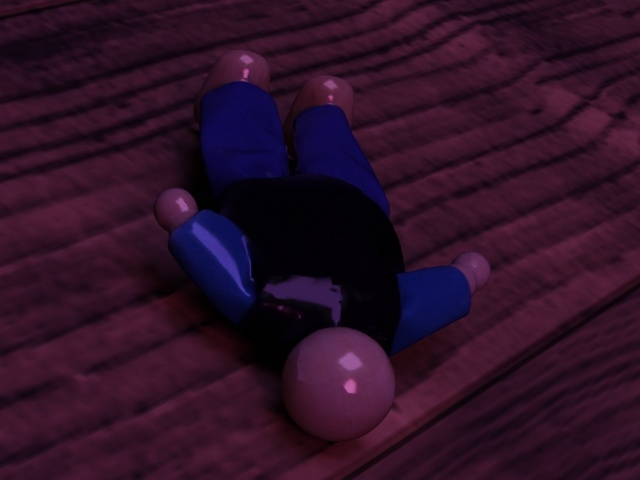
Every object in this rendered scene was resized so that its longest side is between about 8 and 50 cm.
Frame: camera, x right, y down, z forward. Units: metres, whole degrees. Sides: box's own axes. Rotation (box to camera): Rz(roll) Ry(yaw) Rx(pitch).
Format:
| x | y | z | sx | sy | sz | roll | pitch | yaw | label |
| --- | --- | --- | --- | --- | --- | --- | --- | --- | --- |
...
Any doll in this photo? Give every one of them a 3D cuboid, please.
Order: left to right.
| x | y | z | sx | sy | sz | roll | pitch | yaw | label |
| --- | --- | --- | --- | --- | --- | --- | --- | --- | --- |
| 0.000 | 0.000 | 0.638 | 0.129 | 0.046 | 0.189 | 15 | 32 | -17 | doll |
